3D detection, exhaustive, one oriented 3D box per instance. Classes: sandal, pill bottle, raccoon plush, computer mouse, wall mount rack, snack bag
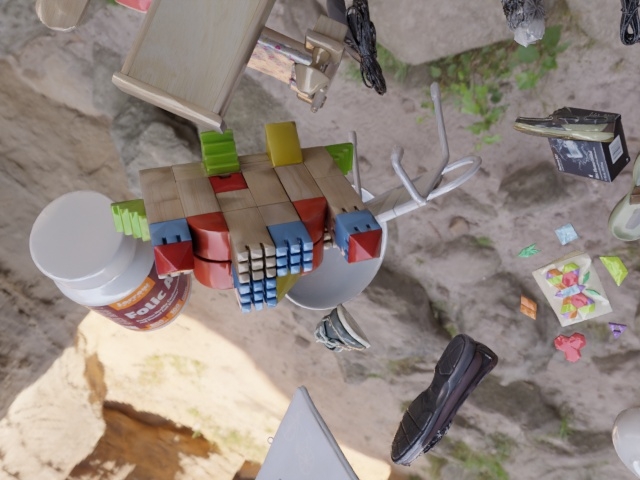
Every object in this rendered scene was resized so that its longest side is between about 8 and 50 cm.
[{"bbox_3d":[0.693,-0.087,1.261,0.120,0.086,0.302,12,142,13],"label":"sandal"},{"bbox_3d":[-0.439,0.054,1.324,0.224,0.224,0.392,23,164,13],"label":"pill bottle"},{"bbox_3d":[0.367,-0.685,1.549,0.299,0.216,0.445,0,101,59],"label":"raccoon plush"},{"bbox_3d":[0.053,-0.402,1.119,0.072,0.272,0.188,-15,136,7],"label":"computer mouse"},{"bbox_3d":[0.677,-0.400,1.116,0.262,0.060,0.184,16,159,27],"label":"computer mouse"},{"bbox_3d":[0.114,-0.132,1.086,0.350,0.304,0.130,-24,109,36],"label":"wall mount rack"},{"bbox_3d":[-0.031,0.472,1.064,0.037,0.342,0.323,12,-160,-31],"label":"snack bag"}]

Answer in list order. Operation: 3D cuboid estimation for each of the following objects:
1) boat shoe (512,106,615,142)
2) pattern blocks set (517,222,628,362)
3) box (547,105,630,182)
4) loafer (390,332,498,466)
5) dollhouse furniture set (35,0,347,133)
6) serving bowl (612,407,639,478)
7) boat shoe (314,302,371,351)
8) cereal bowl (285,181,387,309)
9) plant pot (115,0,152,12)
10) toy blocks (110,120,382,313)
[{"bbox_3d":[0.569,-0.274,1.420,0.224,0.073,0.080,11,-173,14],"label":"boat shoe"},{"bbox_3d":[0.669,0.132,1.616,0.285,0.026,0.324,-41,79,23],"label":"pattern blocks set"},{"bbox_3d":[0.676,-0.244,1.542,0.158,0.093,0.156,27,157,51],"label":"box"},{"bbox_3d":[0.248,0.332,1.210,0.095,0.302,0.109,26,-170,-12],"label":"loafer"},{"bbox_3d":[-0.143,-0.217,0.766,0.304,0.173,0.355,24,178,-3],"label":"dollhouse furniture set"},{"bbox_3d":[0.251,0.161,0.443,0.083,0.027,0.083,37,154,21],"label":"serving bowl"},{"bbox_3d":[0.042,0.216,1.382,0.116,0.099,0.319,55,177,7],"label":"boat shoe"},{"bbox_3d":[0.000,0.000,1.571,0.339,0.339,0.141,54,166,-32],"label":"cereal bowl"},{"bbox_3d":[-0.285,-0.565,1.203,0.275,0.275,0.243,24,110,12],"label":"plant pot"},{"bbox_3d":[-0.091,-0.016,0.856,0.260,0.382,0.190,-119,24,-49],"label":"toy blocks"}]
